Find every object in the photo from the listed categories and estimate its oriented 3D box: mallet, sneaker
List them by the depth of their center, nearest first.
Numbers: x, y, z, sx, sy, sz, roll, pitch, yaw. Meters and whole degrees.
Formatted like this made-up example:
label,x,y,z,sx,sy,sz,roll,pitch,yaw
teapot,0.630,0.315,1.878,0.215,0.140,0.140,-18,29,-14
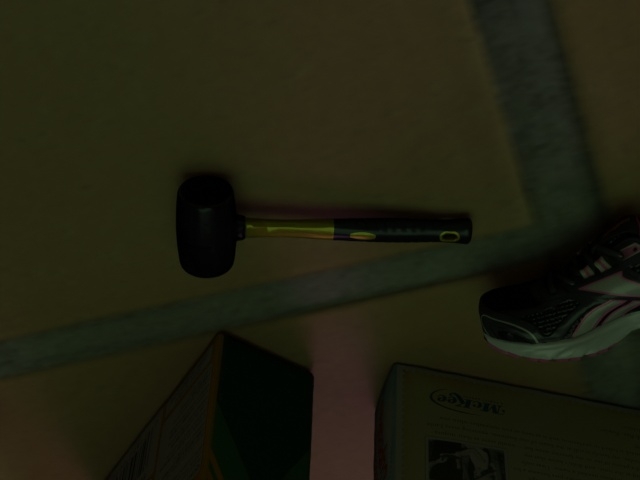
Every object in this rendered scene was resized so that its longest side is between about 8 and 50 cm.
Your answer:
label,x,y,z,sx,sy,sz,roll,pitch,yaw
sneaker,0.186,0.020,0.979,0.178,0.072,0.077,-12,117,2
mallet,0.000,0.000,0.985,0.189,0.039,0.062,7,128,-7

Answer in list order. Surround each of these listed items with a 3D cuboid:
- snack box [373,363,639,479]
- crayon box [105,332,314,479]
label,x,y,z,sx,sy,sz,roll,pitch,yaw
snack box,0.195,0.195,1.034,0.321,0.187,0.060,12,129,-6
crayon box,-0.092,0.245,1.003,0.083,0.323,0.203,26,127,-17
